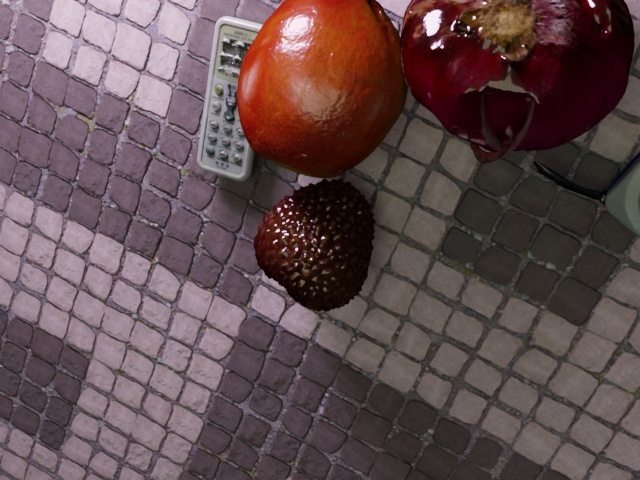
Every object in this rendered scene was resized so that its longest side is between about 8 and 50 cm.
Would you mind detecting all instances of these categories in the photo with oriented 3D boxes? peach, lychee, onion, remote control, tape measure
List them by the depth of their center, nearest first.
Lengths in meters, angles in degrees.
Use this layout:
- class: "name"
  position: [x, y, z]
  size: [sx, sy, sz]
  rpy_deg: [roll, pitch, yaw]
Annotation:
- class: "onion"
  position: [0.342, -0.298, 1.561]
  size: [0.398, 0.398, 0.420]
  rpy_deg: [8, 153, 17]
- class: "tape measure"
  position: [0.592, -0.115, 1.620]
  size: [0.351, 0.098, 0.215]
  rpy_deg: [36, 118, 2]
- class: "peach"
  position: [0.007, -0.300, 1.661]
  size: [0.290, 0.372, 0.372]
  rpy_deg: [18, 118, -23]
- class: "lychee"
  position: [0.000, 0.000, 1.804]
  size: [0.271, 0.271, 0.271]
  rpy_deg: [6, 110, 17]
- class: "remote control"
  position: [-0.176, -0.295, 1.849]
  size: [0.128, 0.065, 0.335]
  rpy_deg: [18, 113, 15]
